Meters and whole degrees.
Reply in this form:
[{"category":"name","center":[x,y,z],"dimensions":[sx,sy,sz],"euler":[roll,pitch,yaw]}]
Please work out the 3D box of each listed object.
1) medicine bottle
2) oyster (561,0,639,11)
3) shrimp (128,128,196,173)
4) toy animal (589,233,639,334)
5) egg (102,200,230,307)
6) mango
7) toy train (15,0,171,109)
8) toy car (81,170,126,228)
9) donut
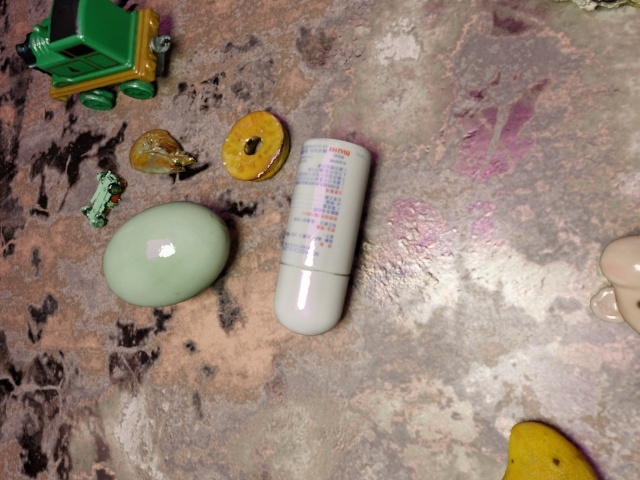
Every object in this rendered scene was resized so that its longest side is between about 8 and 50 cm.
[{"category":"medicine bottle","center":[0.000,0.000,0.782],"dimensions":[0.130,0.130,0.340],"euler":[9,88,27]},{"category":"oyster","center":[0.409,-0.388,0.666],"dimensions":[0.108,0.053,0.166],"euler":[-40,57,-11]},{"category":"shrimp","center":[-0.384,-0.212,1.048],"dimensions":[0.217,0.051,0.115],"euler":[14,88,30]},{"category":"toy animal","center":[0.472,0.019,0.522],"dimensions":[0.221,0.229,0.210],"euler":[-33,31,-21]},{"category":"egg","center":[-0.313,0.029,0.896],"dimensions":[0.283,0.203,0.202],"euler":[-28,72,16]},{"category":"mango","center":[0.308,0.390,0.594],"dimensions":[0.157,0.109,0.261],"euler":[-2,82,28]},{"category":"toy train","center":[-0.550,-0.450,1.044],"dimensions":[0.430,0.249,0.178],"euler":[0,84,26]},{"category":"toy car","center":[-0.552,-0.103,1.117],"dimensions":[0.073,0.054,0.143],"euler":[39,106,26]},{"category":"donut","center":[-0.131,-0.191,0.911],"dimensions":[0.152,0.058,0.151],"euler":[-3,82,26]}]
